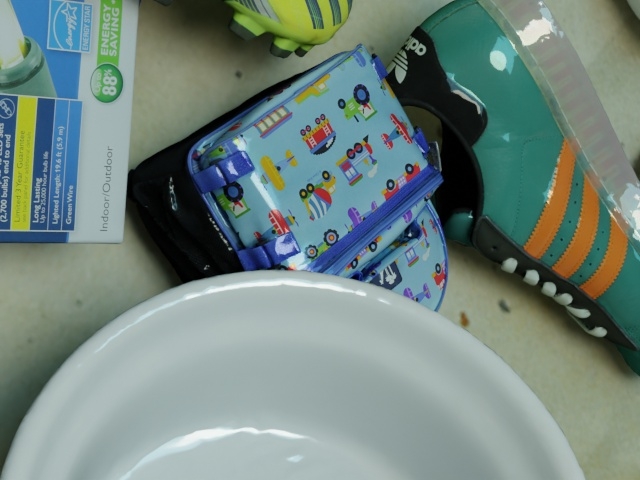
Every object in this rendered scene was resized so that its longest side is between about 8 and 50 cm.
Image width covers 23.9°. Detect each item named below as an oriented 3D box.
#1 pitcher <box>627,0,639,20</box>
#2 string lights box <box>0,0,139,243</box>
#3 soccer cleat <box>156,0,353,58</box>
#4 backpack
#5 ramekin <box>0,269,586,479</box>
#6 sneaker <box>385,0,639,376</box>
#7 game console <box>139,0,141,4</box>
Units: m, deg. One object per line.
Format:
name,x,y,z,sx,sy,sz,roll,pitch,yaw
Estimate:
pitcher,0.238,-0.240,1.066,0.178,0.125,0.207,-4,69,-13
string lights box,-0.214,-0.066,0.697,0.260,0.077,0.133,0,96,-43
soccer cleat,-0.033,-0.174,0.796,0.093,0.121,0.289,41,13,18
backpack,0.000,0.000,0.840,0.158,0.117,0.173,-34,100,-34
ramekin,-0.017,0.164,0.721,0.277,0.135,0.277,7,57,-10
sneaker,0.137,-0.016,0.952,0.121,0.108,0.302,-33,112,-1
game console,-0.224,-0.267,0.814,0.293,0.173,0.250,14,102,-30
